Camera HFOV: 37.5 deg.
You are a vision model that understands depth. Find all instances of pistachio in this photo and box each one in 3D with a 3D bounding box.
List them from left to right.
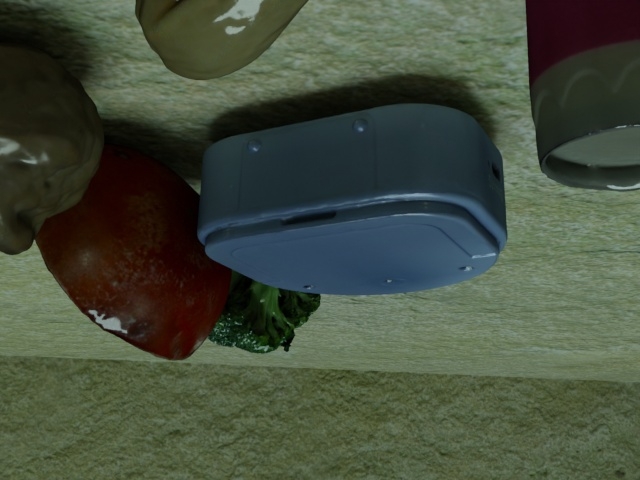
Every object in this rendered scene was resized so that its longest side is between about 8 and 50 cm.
[{"bbox_3d":[-0.074,-0.217,0.786,0.136,0.136,0.226,15,151,-39],"label":"pistachio"}]

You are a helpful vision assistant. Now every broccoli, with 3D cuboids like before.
[{"bbox_3d":[-0.119,0.039,1.512,0.269,0.269,0.254,-9,-156,27],"label":"broccoli"}]

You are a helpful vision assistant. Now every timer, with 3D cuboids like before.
[{"bbox_3d":[0.060,-0.045,1.236,0.395,0.173,0.395,-1,162,0],"label":"timer"}]

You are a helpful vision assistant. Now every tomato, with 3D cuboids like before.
[{"bbox_3d":[-0.224,-0.007,1.244,0.143,0.338,0.338,-36,150,16],"label":"tomato"}]

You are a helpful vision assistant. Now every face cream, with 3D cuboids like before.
[{"bbox_3d":[0.269,-0.159,0.822,0.175,0.195,0.175,-1,164,0],"label":"face cream"}]

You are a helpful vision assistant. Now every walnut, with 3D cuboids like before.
[{"bbox_3d":[-0.362,-0.097,0.987,0.227,0.273,0.273,38,160,2],"label":"walnut"}]
